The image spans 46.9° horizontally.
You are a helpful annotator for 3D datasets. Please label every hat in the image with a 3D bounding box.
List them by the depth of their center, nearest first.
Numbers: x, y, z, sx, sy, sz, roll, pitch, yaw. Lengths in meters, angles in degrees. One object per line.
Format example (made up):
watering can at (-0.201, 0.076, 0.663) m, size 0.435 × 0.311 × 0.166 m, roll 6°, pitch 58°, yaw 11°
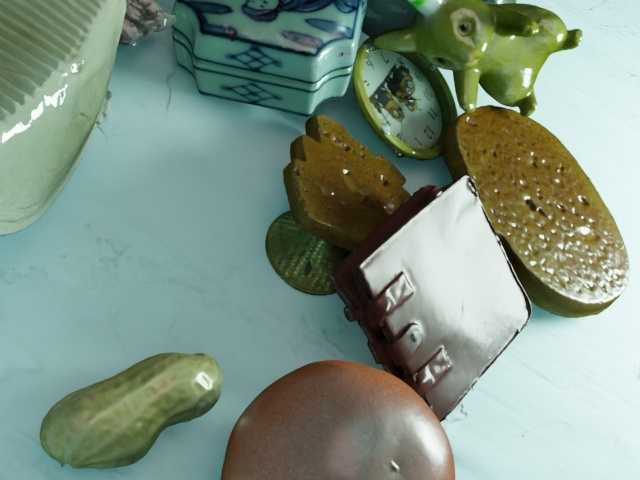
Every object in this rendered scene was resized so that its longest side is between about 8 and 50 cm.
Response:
hat at (0.000, 0.000, 1.053) m, size 0.146 × 0.067 × 0.146 m, roll 11°, pitch 56°, yaw -18°

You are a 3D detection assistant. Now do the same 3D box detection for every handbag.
handbag at (0.161, 0.076, 1.016) m, size 0.275 × 0.084 × 0.260 m, roll -38°, pitch 109°, yaw -37°

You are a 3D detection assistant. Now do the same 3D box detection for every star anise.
star anise at (-0.334, -0.337, 1.044) m, size 0.258 × 0.198 × 0.110 m, roll 14°, pitch 88°, yaw -14°

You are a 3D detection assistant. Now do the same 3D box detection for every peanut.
peanut at (-0.204, 0.188, 0.831) m, size 0.214 × 0.090 × 0.098 m, roll -25°, pitch 61°, yaw -33°

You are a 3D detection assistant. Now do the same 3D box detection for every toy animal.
toy animal at (0.240, -0.320, 1.192) m, size 0.363 × 0.181 × 0.180 m, roll 0°, pitch 47°, yaw -35°

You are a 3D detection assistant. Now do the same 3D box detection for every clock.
clock at (0.135, -0.237, 1.251) m, size 0.237 × 0.057 × 0.237 m, roll 17°, pitch 60°, yaw -33°

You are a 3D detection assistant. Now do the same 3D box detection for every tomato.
tomato at (0.021, 0.257, 0.813) m, size 0.256 × 0.224 × 0.255 m, roll 11°, pitch 64°, yaw -24°

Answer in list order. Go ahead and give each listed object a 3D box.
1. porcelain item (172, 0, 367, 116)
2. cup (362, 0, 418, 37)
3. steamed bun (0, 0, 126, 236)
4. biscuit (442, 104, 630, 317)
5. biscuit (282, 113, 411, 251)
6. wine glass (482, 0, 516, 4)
porcelain item at (-0.072, -0.355, 1.146) m, size 0.282 × 0.157 × 0.285 m, roll 13°, pitch 61°, yaw 1°
cup at (0.141, -0.532, 1.314) m, size 0.259 × 0.274 × 0.357 m, roll -30°, pitch 62°, yaw -32°
steamed bun at (-0.395, -0.163, 0.880) m, size 0.247 × 0.236 × 0.383 m, roll 19°, pitch 54°, yaw -3°
biscuit at (0.340, -0.051, 1.224) m, size 0.351 × 0.070 × 0.394 m, roll -4°, pitch 63°, yaw -33°
biscuit at (0.036, -0.069, 1.077) m, size 0.278 × 0.043 × 0.301 m, roll 50°, pitch 33°, yaw 9°
wine glass at (0.319, -0.426, 1.446) m, size 0.093 × 0.093 × 0.202 m, roll 33°, pitch 53°, yaw -2°
